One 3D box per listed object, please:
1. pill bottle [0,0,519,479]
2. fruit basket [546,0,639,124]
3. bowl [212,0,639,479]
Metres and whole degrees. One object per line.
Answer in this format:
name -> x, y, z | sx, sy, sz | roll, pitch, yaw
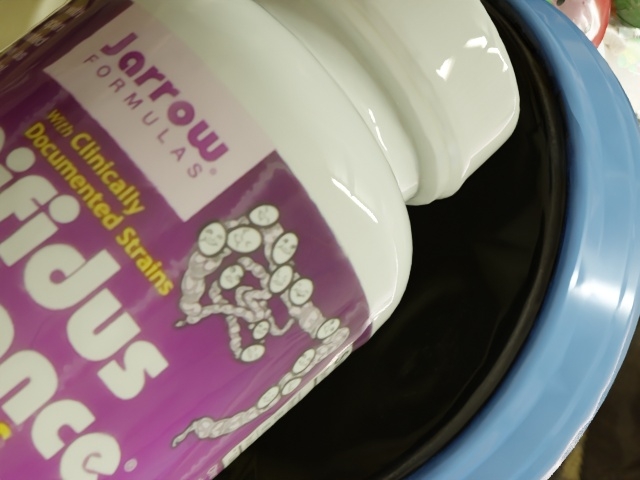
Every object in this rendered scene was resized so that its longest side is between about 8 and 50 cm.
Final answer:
pill bottle -> -0.075, 0.007, 0.435 | 0.169, 0.301, 0.169 | 45, -14, 15
fruit basket -> 0.235, -0.247, 1.046 | 0.327, 0.165, 0.353 | 25, 80, -28
bowl -> 0.000, 0.000, 0.724 | 0.077, 0.391, 0.391 | 28, 46, -50
